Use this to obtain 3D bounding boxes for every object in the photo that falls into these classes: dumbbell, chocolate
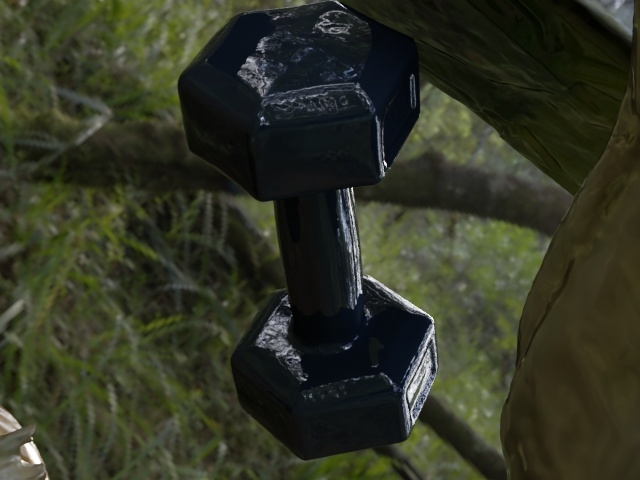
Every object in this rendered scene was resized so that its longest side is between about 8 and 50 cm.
[{"bbox_3d":[0.000,0.000,0.863,0.156,0.143,0.316,35,-36,40],"label":"dumbbell"},{"bbox_3d":[0.175,-0.147,0.847,0.289,0.137,0.301,38,-6,-5],"label":"chocolate"}]

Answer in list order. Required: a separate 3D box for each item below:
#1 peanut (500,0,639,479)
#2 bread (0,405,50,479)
[{"bbox_3d":[0.141,-0.019,0.379,0.140,0.325,0.153,12,-2,-11],"label":"peanut"},{"bbox_3d":[-0.359,0.178,0.817,0.388,0.236,0.183,14,9,18],"label":"bread"}]
